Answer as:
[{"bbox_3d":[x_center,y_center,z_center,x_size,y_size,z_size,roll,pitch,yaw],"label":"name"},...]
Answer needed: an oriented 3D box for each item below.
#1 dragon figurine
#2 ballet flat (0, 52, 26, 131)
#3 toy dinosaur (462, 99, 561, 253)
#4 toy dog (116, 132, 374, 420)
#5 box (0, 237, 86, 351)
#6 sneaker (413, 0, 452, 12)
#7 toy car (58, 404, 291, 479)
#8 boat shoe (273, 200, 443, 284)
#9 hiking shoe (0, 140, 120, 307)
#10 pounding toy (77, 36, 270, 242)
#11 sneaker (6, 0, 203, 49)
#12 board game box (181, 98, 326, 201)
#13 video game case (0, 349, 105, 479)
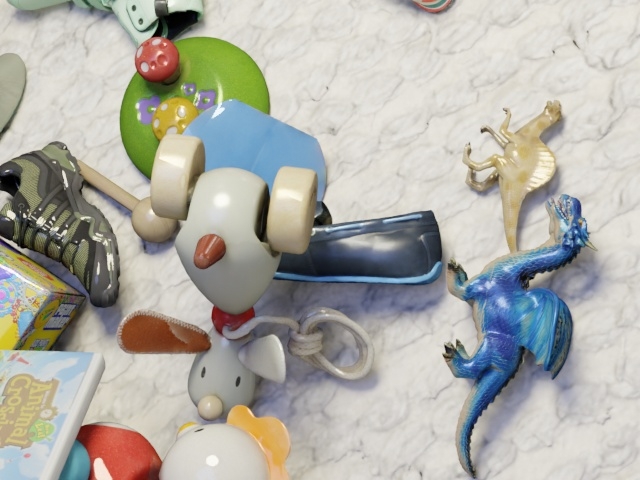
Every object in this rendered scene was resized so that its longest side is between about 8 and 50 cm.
[{"bbox_3d":[0.199,0.090,1.407,0.144,0.085,0.289,1,79,16],"label":"dragon figurine"},{"bbox_3d":[-0.423,-0.136,1.708,0.072,0.068,0.213,28,87,24],"label":"ballet flat"},{"bbox_3d":[0.194,-0.071,1.473,0.093,0.053,0.183,14,81,21],"label":"toy dinosaur"},{"bbox_3d":[-0.092,0.062,1.391,0.220,0.333,0.161,-5,33,20],"label":"toy dog"},{"bbox_3d":[-0.465,0.094,1.559,0.290,0.177,0.279,34,89,5],"label":"box"},{"bbox_3d":[0.072,-0.307,1.567,0.161,0.075,0.057,32,88,24],"label":"sneaker"},{"bbox_3d":[-0.138,0.237,1.427,0.238,0.219,0.210,-35,67,5],"label":"toy car"},{"bbox_3d":[0.000,0.000,1.508,0.258,0.109,0.089,2,88,5],"label":"boat shoe"},{"bbox_3d":[-0.301,-0.006,1.599,0.114,0.086,0.227,-17,56,-22],"label":"hiking shoe"},{"bbox_3d":[-0.176,-0.135,1.594,0.183,0.110,0.237,39,91,24],"label":"pounding toy"},{"bbox_3d":[-0.256,-0.280,1.671,0.256,0.094,0.151,-15,74,17],"label":"sneaker"},{"bbox_3d":[-0.079,-0.074,1.561,0.169,0.033,0.133,25,95,-11],"label":"board game box"},{"bbox_3d":[-0.325,0.179,1.359,0.193,0.023,0.212,0,36,11],"label":"video game case"}]
